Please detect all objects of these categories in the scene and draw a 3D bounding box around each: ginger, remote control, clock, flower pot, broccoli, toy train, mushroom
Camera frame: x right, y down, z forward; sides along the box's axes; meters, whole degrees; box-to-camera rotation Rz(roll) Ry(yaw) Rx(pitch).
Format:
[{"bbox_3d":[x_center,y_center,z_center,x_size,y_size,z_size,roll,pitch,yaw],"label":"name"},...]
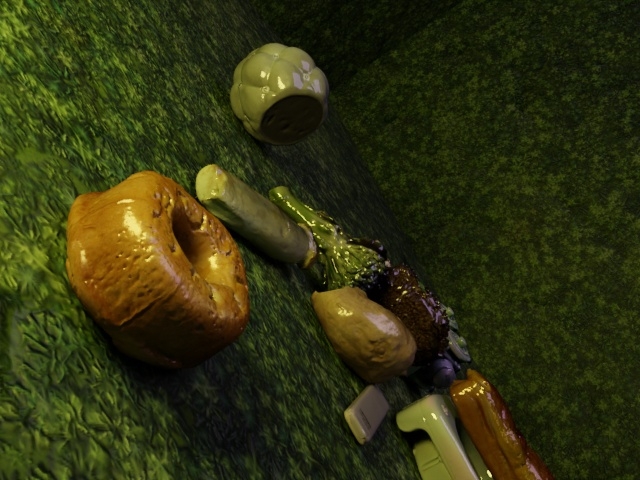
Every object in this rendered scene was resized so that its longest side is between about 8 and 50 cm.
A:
[{"bbox_3d":[0.092,0.184,1.269,0.267,0.138,0.152,50,10,-10],"label":"ginger"},{"bbox_3d":[0.085,0.315,1.188,0.067,0.029,0.261,59,11,8],"label":"remote control"},{"bbox_3d":[0.290,0.486,1.360,0.324,0.109,0.265,65,13,24],"label":"clock"},{"bbox_3d":[-0.100,-0.360,1.587,0.246,0.246,0.195,39,23,-55],"label":"flower pot"},{"bbox_3d":[-0.001,-0.001,1.391,0.304,0.165,0.146,47,43,10],"label":"broccoli"},{"bbox_3d":[0.248,0.233,1.681,0.249,0.173,0.307,42,19,-23],"label":"toy train"},{"bbox_3d":[-0.107,-0.032,1.166,0.312,0.081,0.099,35,23,-50],"label":"mushroom"}]

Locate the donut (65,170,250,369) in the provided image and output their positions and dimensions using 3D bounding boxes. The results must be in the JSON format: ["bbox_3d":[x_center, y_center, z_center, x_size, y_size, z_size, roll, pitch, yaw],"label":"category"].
[{"bbox_3d":[-0.170,0.033,0.703,0.226,0.114,0.226,55,14,-21],"label":"donut"}]

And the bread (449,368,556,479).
[{"bbox_3d":[0.409,0.452,1.408,0.380,0.109,0.185,59,13,4],"label":"bread"}]

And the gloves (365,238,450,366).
[{"bbox_3d":[0.162,0.153,1.470,0.135,0.210,0.312,5,31,-50],"label":"gloves"}]
